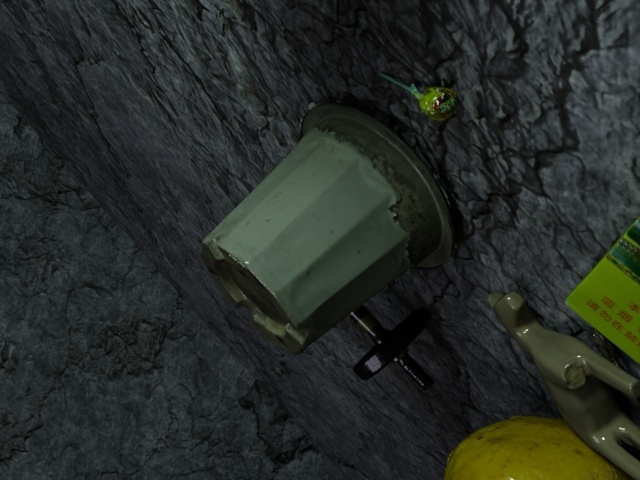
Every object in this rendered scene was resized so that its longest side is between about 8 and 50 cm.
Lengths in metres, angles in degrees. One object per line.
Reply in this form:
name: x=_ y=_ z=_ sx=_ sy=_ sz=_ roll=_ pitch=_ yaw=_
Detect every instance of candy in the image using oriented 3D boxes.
candy: x=0.103 y=-0.165 z=0.820 sx=0.035 sy=0.035 sz=0.123 roll=8 pitch=-157 yaw=-39

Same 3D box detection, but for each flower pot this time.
flower pot: x=0.000 y=0.000 z=0.981 sx=0.290 sy=0.259 sz=0.290 roll=38 pitch=157 yaw=20

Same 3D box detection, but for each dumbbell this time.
dumbbell: x=0.064 y=0.120 z=1.224 sx=0.325 sy=0.143 sz=0.143 roll=47 pitch=159 yaw=4

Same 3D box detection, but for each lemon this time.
lemon: x=0.291 y=0.365 z=1.019 sx=0.253 sy=0.310 sz=0.254 roll=-23 pitch=64 yaw=61

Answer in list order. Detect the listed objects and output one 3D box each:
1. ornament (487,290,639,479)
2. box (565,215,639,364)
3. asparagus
ornament: x=0.309 y=0.167 z=0.925 sx=0.230 sy=0.061 sz=0.245 roll=56 pitch=172 yaw=-25
box: x=0.354 y=0.037 z=0.656 sx=0.187 sy=0.047 sz=0.335 roll=42 pitch=157 yaw=17
asparagus: x=0.385 y=0.193 z=0.901 sx=0.233 sy=0.022 sz=0.023 roll=54 pitch=-159 yaw=-16
